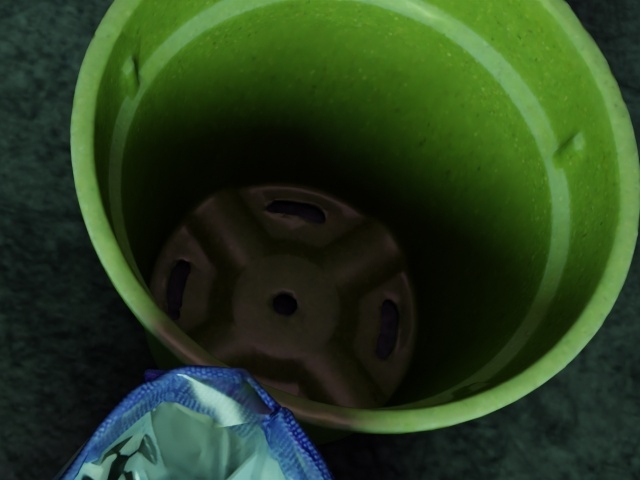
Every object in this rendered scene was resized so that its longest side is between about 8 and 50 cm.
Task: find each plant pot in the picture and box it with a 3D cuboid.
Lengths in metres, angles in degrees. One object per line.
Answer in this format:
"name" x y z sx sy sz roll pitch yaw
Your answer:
"plant pot" 0.000 0.000 0.759 0.276 0.254 0.276 4 68 -9

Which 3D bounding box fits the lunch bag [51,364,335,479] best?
"lunch bag" -0.084 0.276 0.592 0.238 0.328 0.386 10 64 -9
